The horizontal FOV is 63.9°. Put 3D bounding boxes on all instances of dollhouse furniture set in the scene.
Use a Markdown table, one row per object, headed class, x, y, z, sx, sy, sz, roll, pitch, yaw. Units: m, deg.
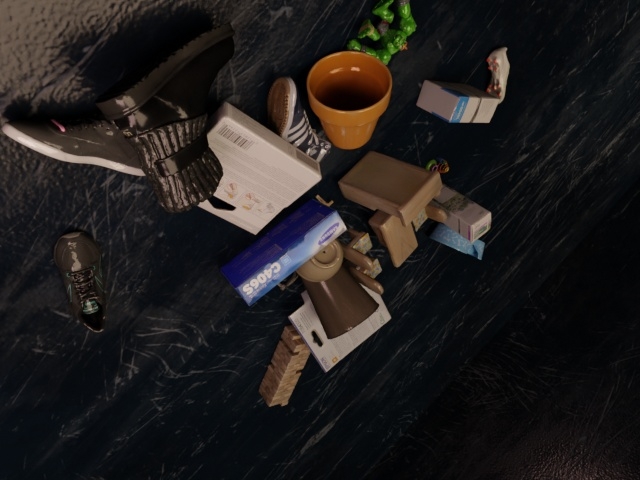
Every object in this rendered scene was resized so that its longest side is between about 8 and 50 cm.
| class | x | y | z | sx | sy | sz | roll | pitch | yaw |
| --- | --- | --- | --- | --- | --- | --- | --- | --- | --- |
| dollhouse furniture set | 0.254 | -0.059 | 1.611 | 0.362 | 0.257 | 0.394 | -45 | 137 | -17 |

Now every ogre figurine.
| class | x | y | z | sx | sy | sz | roll | pitch | yaw |
| --- | --- | --- | --- | --- | --- | --- | --- | --- | --- |
| ogre figurine | 0.168 | -0.532 | 1.304 | 0.118 | 0.097 | 0.196 | 34 | 82 | -34 |

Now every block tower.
| class | x | y | z | sx | sy | sz | roll | pitch | yaw |
| --- | --- | --- | --- | --- | --- | --- | --- | --- | --- |
| block tower | -0.128 | 0.467 | 1.894 | 0.097 | 0.091 | 0.335 | -2 | 124 | -41 |

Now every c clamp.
| class | x | y | z | sx | sy | sz | roll | pitch | yaw |
| --- | --- | --- | --- | --- | --- | --- | --- | --- | --- |
| c clamp | -0.136 | 0.113 | 1.639 | 0.137 | 0.022 | 0.161 | -54 | 140 | 1 |

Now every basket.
| class | x | y | z | sx | sy | sz | roll | pitch | yaw |
| --- | --- | --- | --- | --- | --- | --- | --- | --- | --- |
| basket | 0.045 | 0.172 | 1.670 | 0.204 | 0.226 | 0.154 | -34 | -176 | -3 |

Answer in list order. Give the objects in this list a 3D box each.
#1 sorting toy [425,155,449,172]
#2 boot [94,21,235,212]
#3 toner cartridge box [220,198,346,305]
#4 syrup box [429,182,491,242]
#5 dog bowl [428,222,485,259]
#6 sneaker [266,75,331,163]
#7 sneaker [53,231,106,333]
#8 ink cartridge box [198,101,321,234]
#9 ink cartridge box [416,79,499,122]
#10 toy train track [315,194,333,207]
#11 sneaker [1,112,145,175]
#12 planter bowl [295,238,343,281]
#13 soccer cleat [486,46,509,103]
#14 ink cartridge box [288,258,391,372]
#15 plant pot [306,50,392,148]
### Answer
| class | x | y | z | sx | sy | sz | roll | pitch | yaw |
| --- | --- | --- | --- | --- | --- | --- | --- | --- | --- |
| sorting toy | 0.418 | -0.260 | 1.804 | 0.102 | 0.042 | 0.061 | -11 | 129 | -36 |
| boot | -0.251 | -0.249 | 1.030 | 0.348 | 0.131 | 0.260 | -51 | 130 | -29 |
| toner cartridge box | -0.108 | 0.025 | 1.459 | 0.348 | 0.165 | 0.075 | -38 | 119 | -10 |
| syrup box | 0.491 | -0.103 | 1.851 | 0.093 | 0.237 | 0.096 | -35 | 140 | -16 |
| dog bowl | 0.560 | 0.001 | 2.076 | 0.297 | 0.166 | 0.074 | 18 | 97 | -49 |
| sneaker | -0.049 | -0.290 | 1.299 | 0.153 | 0.099 | 0.282 | -18 | 140 | -25 |
| sneaker | -0.538 | 0.101 | 1.187 | 0.101 | 0.106 | 0.267 | -19 | 133 | -29 |
| ink cartridge box | -0.192 | -0.162 | 1.257 | 0.296 | 0.066 | 0.261 | 29 | 127 | -36 |
| ink cartridge box | 0.423 | -0.426 | 1.579 | 0.203 | 0.148 | 0.085 | -8 | 127 | -38 |
| toy train track | 0.009 | -0.117 | 1.576 | 0.048 | 0.014 | 0.083 | -42 | 136 | 6 |
| sneaker | -0.444 | -0.226 | 0.998 | 0.296 | 0.105 | 0.146 | 7 | 116 | -52 |
| planter bowl | 0.000 | 0.040 | 1.547 | 0.162 | 0.162 | 0.109 | -32 | 179 | -18 |
| soccer cleat | 0.596 | -0.544 | 1.705 | 0.076 | 0.068 | 0.196 | -38 | 138 | -16 |
| ink cartridge box | 0.067 | 0.263 | 1.849 | 0.330 | 0.071 | 0.324 | -36 | 124 | -12 |
| plant pot | 0.073 | -0.340 | 1.311 | 0.205 | 0.205 | 0.188 | -35 | 155 | -15 |
